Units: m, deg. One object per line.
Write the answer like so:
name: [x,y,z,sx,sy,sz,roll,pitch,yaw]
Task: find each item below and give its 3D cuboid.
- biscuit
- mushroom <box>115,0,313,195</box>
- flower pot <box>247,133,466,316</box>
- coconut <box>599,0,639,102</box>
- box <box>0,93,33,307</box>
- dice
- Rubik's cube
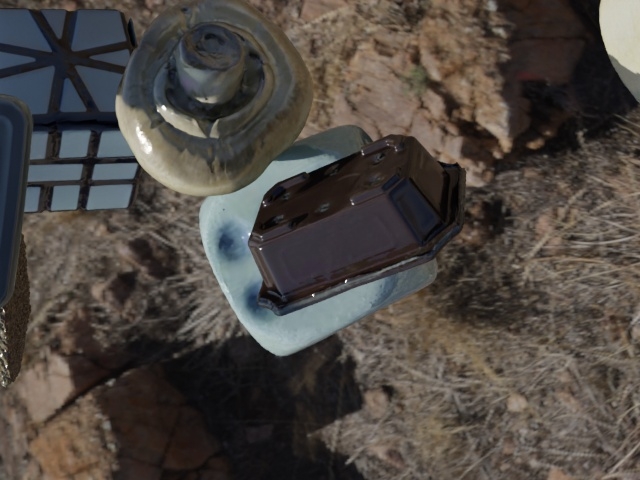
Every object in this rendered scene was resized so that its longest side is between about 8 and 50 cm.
biscuit: [-0.508,0.114,1.613,0.026,0.131,0.237,4,115,1]
mushroom: [-0.131,-0.192,1.222,0.234,0.253,0.260,143,116,-75]
flower pot: [0.026,-0.030,1.042,0.250,0.179,0.084,-22,119,24]
coconut: [0.456,-0.249,1.016,0.323,0.323,0.323,0,91,33]
box: [-0.385,-0.046,0.979,0.130,0.162,0.227,-156,73,-65]
dice: [0.000,0.000,1.435,0.268,0.262,0.265,-27,86,12]
Rubik's cube: [-0.485,-0.239,1.806,0.283,0.293,0.289,116,141,-54]
